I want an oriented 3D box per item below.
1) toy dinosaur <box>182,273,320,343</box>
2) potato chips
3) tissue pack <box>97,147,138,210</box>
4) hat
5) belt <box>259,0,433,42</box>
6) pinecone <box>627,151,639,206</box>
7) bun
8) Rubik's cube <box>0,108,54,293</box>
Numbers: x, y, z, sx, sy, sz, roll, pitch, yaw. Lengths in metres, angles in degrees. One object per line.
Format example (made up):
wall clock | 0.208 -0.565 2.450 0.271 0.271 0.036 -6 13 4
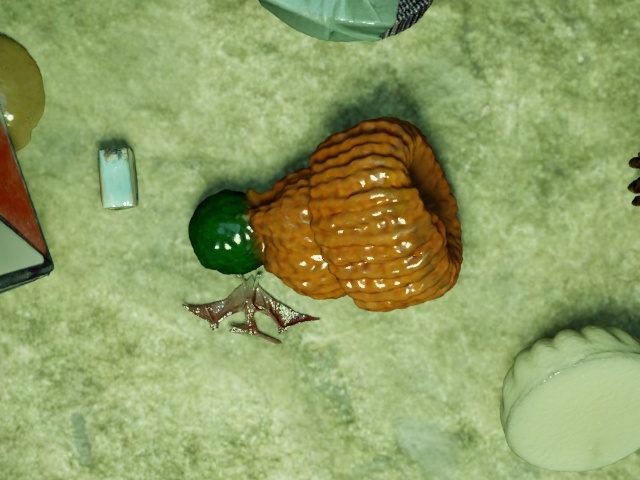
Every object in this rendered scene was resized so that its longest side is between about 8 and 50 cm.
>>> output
toy dinosaur | -0.109 0.107 1.975 0.220 0.032 0.108 4 88 1
potato chips | -0.537 -0.234 1.979 0.195 0.062 0.208 -18 88 1
tissue pack | -0.317 -0.095 1.963 0.058 0.074 0.095 -5 89 -4
hat | 0.000 0.000 1.861 0.400 0.285 0.285 -21 90 14
belt | 0.030 -0.440 1.918 0.324 0.122 0.260 26 85 0
pinecone | 0.555 -0.072 1.865 0.207 0.208 0.208 0 91 3
bun | 0.385 0.209 1.890 0.263 0.175 0.263 -6 130 -8
Rubik's cube | -0.626 -0.026 1.842 0.310 0.307 0.305 -20 91 21
